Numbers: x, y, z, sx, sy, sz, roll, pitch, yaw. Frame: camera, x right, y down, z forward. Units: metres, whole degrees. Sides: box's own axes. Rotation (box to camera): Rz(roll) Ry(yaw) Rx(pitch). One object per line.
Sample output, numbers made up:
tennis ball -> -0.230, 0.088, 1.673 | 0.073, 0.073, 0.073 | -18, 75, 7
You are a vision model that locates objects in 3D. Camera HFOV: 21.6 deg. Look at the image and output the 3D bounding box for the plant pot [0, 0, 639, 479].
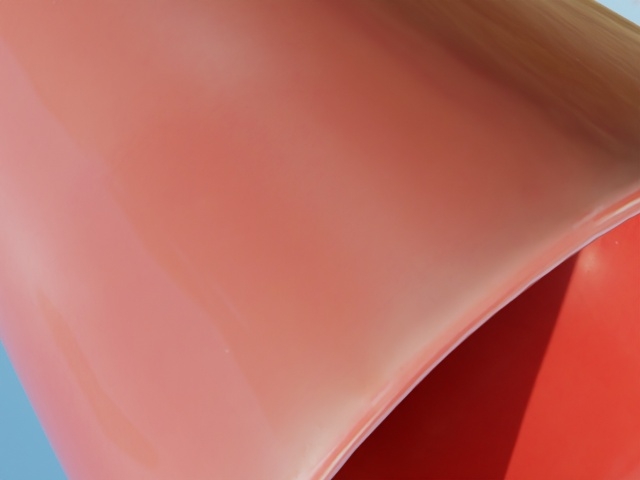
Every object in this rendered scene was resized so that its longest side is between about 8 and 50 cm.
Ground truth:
plant pot -> 0.000, 0.000, 0.583 | 0.243, 0.275, 0.275 | 46, -159, 28
